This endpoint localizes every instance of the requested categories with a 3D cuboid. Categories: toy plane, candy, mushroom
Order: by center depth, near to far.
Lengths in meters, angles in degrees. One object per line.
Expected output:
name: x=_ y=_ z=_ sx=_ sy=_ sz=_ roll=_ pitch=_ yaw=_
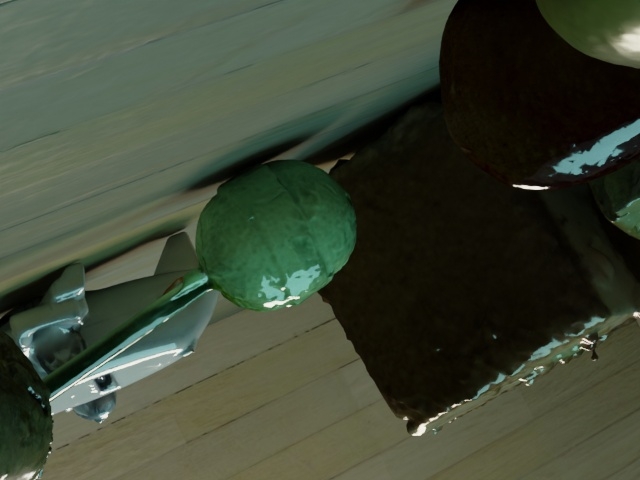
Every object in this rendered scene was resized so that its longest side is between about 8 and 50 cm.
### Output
mushroom: x=0.190 y=-0.125 z=0.922 sx=0.227 sy=0.148 sz=0.217 roll=-17 pitch=-177 yaw=17
candy: x=-0.163 y=0.080 z=1.192 sx=0.440 sy=0.119 sz=0.119 roll=-34 pitch=178 yaw=-8
toy plane: x=-0.206 y=0.084 z=1.397 sx=0.245 sy=0.117 sz=0.244 roll=-22 pitch=159 yaw=-9

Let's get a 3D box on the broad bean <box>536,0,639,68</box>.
broad bean: x=0.219 y=-0.165 z=0.669 sx=0.291 sy=0.119 sz=0.238 roll=-25 pitch=-173 yaw=41

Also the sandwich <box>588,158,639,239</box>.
sandwich: x=0.277 y=-0.127 z=1.240 sx=0.155 sy=0.227 sz=0.198 roll=-29 pitch=154 yaw=23

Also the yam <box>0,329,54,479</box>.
yam: x=-0.308 y=0.136 z=0.992 sx=0.168 sy=0.168 sz=0.304 roll=-27 pitch=176 yaw=18

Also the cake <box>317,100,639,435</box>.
cake: x=0.158 y=-0.005 z=1.405 sx=0.256 sy=0.282 sz=0.290 roll=-35 pitch=169 yaw=26
